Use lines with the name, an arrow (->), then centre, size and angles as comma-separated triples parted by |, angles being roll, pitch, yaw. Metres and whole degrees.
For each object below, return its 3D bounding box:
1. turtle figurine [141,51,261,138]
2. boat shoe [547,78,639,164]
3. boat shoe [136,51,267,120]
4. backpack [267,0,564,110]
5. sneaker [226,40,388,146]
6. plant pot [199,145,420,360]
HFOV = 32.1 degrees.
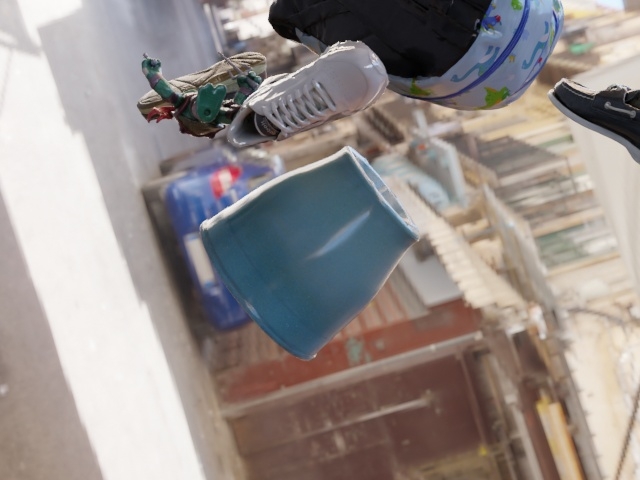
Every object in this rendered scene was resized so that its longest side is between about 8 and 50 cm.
turtle figurine -> -0.166, -0.205, 1.614 | 0.234, 0.175, 0.118 | 33, -58, 59
boat shoe -> 0.480, -0.191, 1.718 | 0.302, 0.114, 0.091 | 40, -60, 37
boat shoe -> -0.181, -0.230, 1.777 | 0.080, 0.224, 0.073 | 37, -33, 53
backpack -> 0.138, -0.312, 1.438 | 0.273, 0.290, 0.355 | 28, 7, -33
sneaker -> -0.016, -0.164, 1.332 | 0.235, 0.095, 0.090 | -19, -73, 48
plant pot -> 0.000, 0.000, 1.697 | 0.271, 0.255, 0.271 | 49, 11, -13
